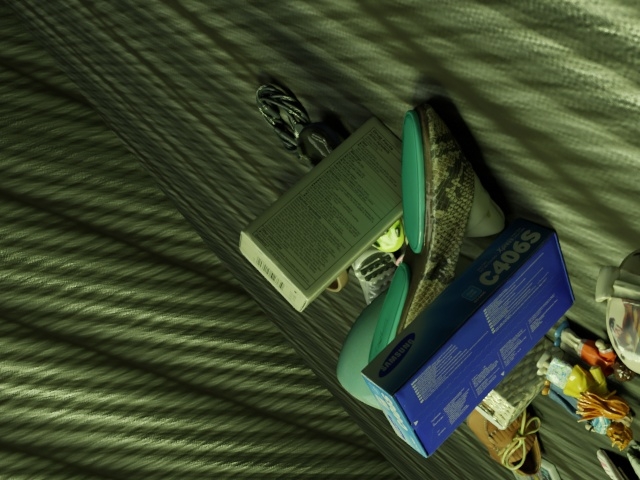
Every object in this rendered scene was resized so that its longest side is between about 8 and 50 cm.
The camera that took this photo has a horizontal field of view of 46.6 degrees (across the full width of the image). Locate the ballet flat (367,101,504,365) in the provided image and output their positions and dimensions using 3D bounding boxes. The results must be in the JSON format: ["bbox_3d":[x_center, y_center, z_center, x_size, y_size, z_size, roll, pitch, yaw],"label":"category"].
[{"bbox_3d":[0.191,0.028,1.167,0.164,0.182,0.483,-106,21,-69],"label":"ballet flat"}]

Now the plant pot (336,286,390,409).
[{"bbox_3d":[0.188,0.206,1.556,0.290,0.290,0.196,28,118,47],"label":"plant pot"}]

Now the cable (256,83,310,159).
[{"bbox_3d":[-0.070,-0.245,1.514,0.184,0.047,0.150,54,167,-28],"label":"cable"}]

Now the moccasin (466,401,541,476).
[{"bbox_3d":[0.417,0.425,1.635,0.147,0.139,0.380,32,157,40],"label":"moccasin"}]

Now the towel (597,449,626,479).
[{"bbox_3d":[0.613,0.517,1.447,0.197,0.029,0.144,52,-172,-12],"label":"towel"}]

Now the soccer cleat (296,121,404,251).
[{"bbox_3d":[0.068,-0.107,1.409,0.289,0.093,0.121,51,-158,-3],"label":"soccer cleat"}]

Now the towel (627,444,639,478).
[{"bbox_3d":[0.664,0.531,1.239,0.312,0.056,0.324,52,-176,-14],"label":"towel"}]

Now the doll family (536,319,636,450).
[{"bbox_3d":[0.449,0.268,1.243,0.163,0.118,0.263,33,158,38],"label":"doll family"}]

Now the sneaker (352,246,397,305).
[{"bbox_3d":[0.125,0.070,1.657,0.118,0.110,0.292,59,175,37],"label":"sneaker"}]

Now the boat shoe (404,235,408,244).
[{"bbox_3d":[0.210,0.046,1.427,0.170,0.063,0.059,53,159,-13],"label":"boat shoe"}]

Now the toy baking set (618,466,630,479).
[{"bbox_3d":[0.657,0.541,1.383,0.197,0.030,0.256,46,-168,-42],"label":"toy baking set"}]

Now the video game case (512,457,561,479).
[{"bbox_3d":[0.545,0.590,1.891,0.183,0.023,0.201,24,150,53],"label":"video game case"}]

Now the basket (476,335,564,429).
[{"bbox_3d":[0.349,0.240,1.355,0.113,0.167,0.103,40,155,22],"label":"basket"}]

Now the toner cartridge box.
[{"bbox_3d":[0.229,0.141,1.107,0.075,0.348,0.165,29,155,49],"label":"toner cartridge box"}]

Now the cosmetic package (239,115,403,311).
[{"bbox_3d":[0.028,-0.045,1.252,0.160,0.309,0.113,47,162,6],"label":"cosmetic package"}]

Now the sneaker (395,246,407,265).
[{"bbox_3d":[0.190,0.055,1.539,0.057,0.047,0.119,34,167,22],"label":"sneaker"}]

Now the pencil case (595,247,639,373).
[{"bbox_3d":[0.467,0.086,0.722,0.183,0.160,0.410,36,168,-20],"label":"pencil case"}]

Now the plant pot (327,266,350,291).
[{"bbox_3d":[0.000,0.000,1.756,0.237,0.109,0.237,43,163,16],"label":"plant pot"}]
